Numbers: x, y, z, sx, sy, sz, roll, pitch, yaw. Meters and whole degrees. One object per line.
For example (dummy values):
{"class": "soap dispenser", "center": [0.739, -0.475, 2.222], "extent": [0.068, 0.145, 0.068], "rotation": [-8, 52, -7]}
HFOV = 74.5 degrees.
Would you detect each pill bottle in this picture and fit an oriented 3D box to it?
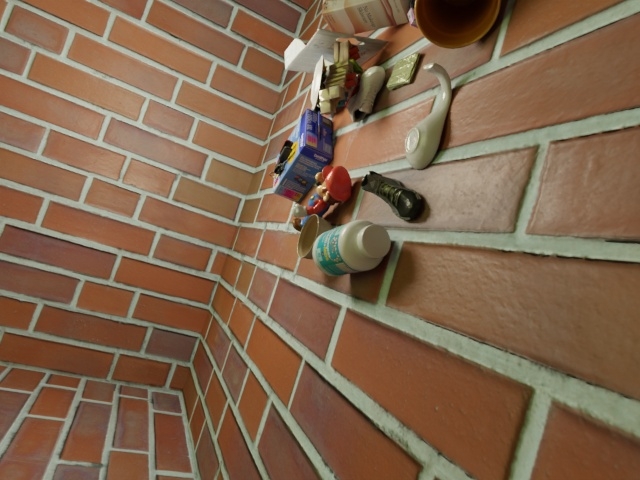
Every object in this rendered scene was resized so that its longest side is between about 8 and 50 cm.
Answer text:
{"class": "pill bottle", "center": [0.092, 0.022, 1.230], "extent": [0.264, 0.146, 0.146], "rotation": [-21, 54, 62]}

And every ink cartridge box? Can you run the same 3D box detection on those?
{"class": "ink cartridge box", "center": [0.054, -0.803, 1.753], "extent": [0.385, 0.308, 0.091], "rotation": [178, 90, -67]}
{"class": "ink cartridge box", "center": [-0.068, -0.408, 1.946], "extent": [0.395, 0.151, 0.270], "rotation": [-46, 33, 43]}
{"class": "ink cartridge box", "center": [0.082, -0.656, 1.784], "extent": [0.078, 0.231, 0.134], "rotation": [38, 112, 30]}

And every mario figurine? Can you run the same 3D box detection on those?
{"class": "mario figurine", "center": [-0.006, -0.173, 1.588], "extent": [0.320, 0.170, 0.198], "rotation": [-51, 28, 44]}

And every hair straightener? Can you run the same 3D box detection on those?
{"class": "hair straightener", "center": [-0.185, -0.352, 1.910], "extent": [0.230, 0.047, 0.089], "rotation": [-44, 35, 48]}

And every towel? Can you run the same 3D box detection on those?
{"class": "towel", "center": [0.280, -0.573, 1.426], "extent": [0.110, 0.027, 0.148], "rotation": [-69, 22, 1]}

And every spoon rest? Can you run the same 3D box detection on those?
{"class": "spoon rest", "center": [0.299, -0.331, 1.150], "extent": [0.137, 0.084, 0.276], "rotation": [-137, 55, -67]}

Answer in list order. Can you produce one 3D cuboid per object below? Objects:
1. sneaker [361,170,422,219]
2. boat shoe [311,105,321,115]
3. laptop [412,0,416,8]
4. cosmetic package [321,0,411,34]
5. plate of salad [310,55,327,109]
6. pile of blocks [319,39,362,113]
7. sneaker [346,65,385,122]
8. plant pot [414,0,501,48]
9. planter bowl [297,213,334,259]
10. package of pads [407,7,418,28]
{"class": "sneaker", "center": [0.179, -0.132, 1.169], "extent": [0.086, 0.132, 0.228], "rotation": [-65, 23, 16]}
{"class": "boat shoe", "center": [0.000, -0.626, 1.963], "extent": [0.088, 0.096, 0.267], "rotation": [-56, 12, 2]}
{"class": "laptop", "center": [0.357, -1.119, 1.427], "extent": [0.236, 0.408, 0.381], "rotation": [-13, 55, 26]}
{"class": "cosmetic package", "center": [0.172, -0.874, 1.558], "extent": [0.296, 0.153, 0.129], "rotation": [1, 77, 29]}
{"class": "plate of salad", "center": [-0.002, -0.604, 1.619], "extent": [0.200, 0.048, 0.199], "rotation": [-173, 90, -81]}
{"class": "pile of blocks", "center": [0.102, -0.603, 1.584], "extent": [0.113, 0.149, 0.362], "rotation": [-3, 58, 32]}
{"class": "sneaker", "center": [0.179, -0.534, 1.572], "extent": [0.232, 0.090, 0.115], "rotation": [122, 149, -50]}
{"class": "plant pot", "center": [0.363, -0.644, 1.100], "extent": [0.205, 0.205, 0.188], "rotation": [-44, 19, 48]}
{"class": "planter bowl", "center": [0.000, 0.000, 1.508], "extent": [0.162, 0.109, 0.162], "rotation": [-49, 30, 42]}
{"class": "package of pads", "center": [0.327, -0.752, 1.428], "extent": [0.032, 0.050, 0.083], "rotation": [125, 153, -45]}
